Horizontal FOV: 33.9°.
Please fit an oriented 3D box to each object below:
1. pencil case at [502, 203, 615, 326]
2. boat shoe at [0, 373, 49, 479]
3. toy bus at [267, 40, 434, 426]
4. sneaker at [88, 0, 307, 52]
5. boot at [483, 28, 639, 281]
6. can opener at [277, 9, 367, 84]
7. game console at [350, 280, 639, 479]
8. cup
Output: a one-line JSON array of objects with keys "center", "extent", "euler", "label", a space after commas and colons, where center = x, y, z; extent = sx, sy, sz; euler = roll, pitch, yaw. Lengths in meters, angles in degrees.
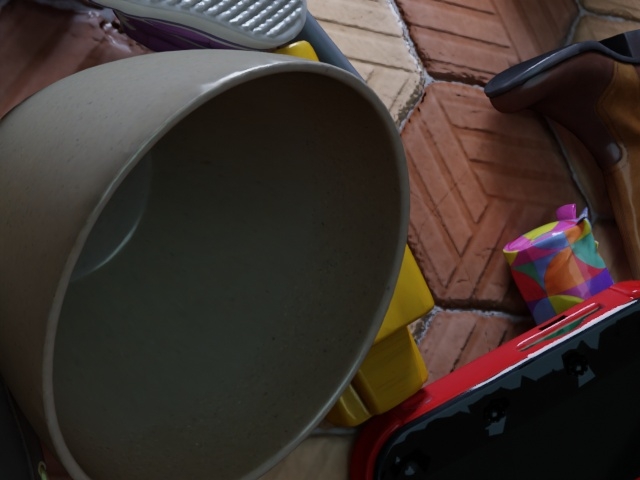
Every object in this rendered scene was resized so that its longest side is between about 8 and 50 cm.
[{"center": [0.283, 0.084, 1.110], "extent": [0.104, 0.104, 0.236], "euler": [-24, 93, -30], "label": "pencil case"}, {"center": [-0.281, 0.107, 0.802], "extent": [0.097, 0.116, 0.324], "euler": [20, 48, -66], "label": "boat shoe"}, {"center": [0.000, 0.000, 0.956], "extent": [0.108, 0.130, 0.332], "euler": [-27, 92, -30], "label": "toy bus"}, {"center": [-0.166, -0.216, 0.862], "extent": [0.282, 0.161, 0.102], "euler": [23, 76, -39], "label": "sneaker"}, {"center": [0.314, -0.081, 1.179], "extent": [0.264, 0.096, 0.280], "euler": [-18, 94, -43], "label": "boot"}, {"center": [-0.049, -0.207, 1.020], "extent": [0.093, 0.074, 0.280], "euler": [-44, 101, 7], "label": "can opener"}, {"center": [0.251, 0.256, 1.025], "extent": [0.386, 0.060, 0.342], "euler": [-26, 97, -11], "label": "game console"}, {"center": [-0.127, -0.004, 0.780], "extent": [0.331, 0.237, 0.331], "euler": [-29, 133, -37], "label": "cup"}]
